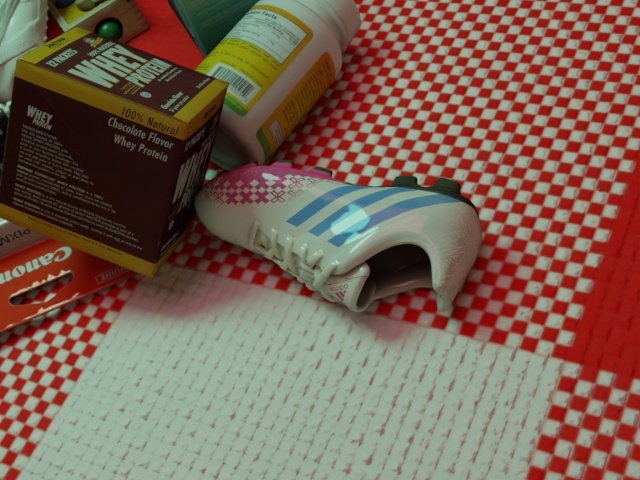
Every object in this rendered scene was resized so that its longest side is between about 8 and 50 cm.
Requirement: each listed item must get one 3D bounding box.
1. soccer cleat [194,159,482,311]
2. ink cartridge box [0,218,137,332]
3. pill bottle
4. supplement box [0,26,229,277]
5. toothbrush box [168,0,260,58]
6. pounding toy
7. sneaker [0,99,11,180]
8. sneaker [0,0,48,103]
[{"bbox_3d":[0.000,0.000,0.996,0.331,0.116,0.143,4,58,23],"label":"soccer cleat"},{"bbox_3d":[-0.367,-0.011,1.165,0.275,0.060,0.239,-24,48,-6],"label":"ink cartridge box"},{"bbox_3d":[-0.059,-0.210,1.166,0.136,0.136,0.246,24,65,33],"label":"pill bottle"},{"bbox_3d":[-0.227,-0.099,1.040,0.191,0.194,0.129,21,30,5],"label":"supplement box"},{"bbox_3d":[-0.172,-0.401,1.252,0.126,0.295,0.216,-30,49,-3],"label":"toothbrush box"},{"bbox_3d":[-0.323,-0.342,1.390,0.130,0.100,0.141,-34,50,-6],"label":"pounding toy"},{"bbox_3d":[-0.443,-0.132,1.181,0.281,0.106,0.162,-28,46,-8],"label":"sneaker"},{"bbox_3d":[-0.424,-0.295,1.348,0.090,0.115,0.232,10,68,51],"label":"sneaker"}]
